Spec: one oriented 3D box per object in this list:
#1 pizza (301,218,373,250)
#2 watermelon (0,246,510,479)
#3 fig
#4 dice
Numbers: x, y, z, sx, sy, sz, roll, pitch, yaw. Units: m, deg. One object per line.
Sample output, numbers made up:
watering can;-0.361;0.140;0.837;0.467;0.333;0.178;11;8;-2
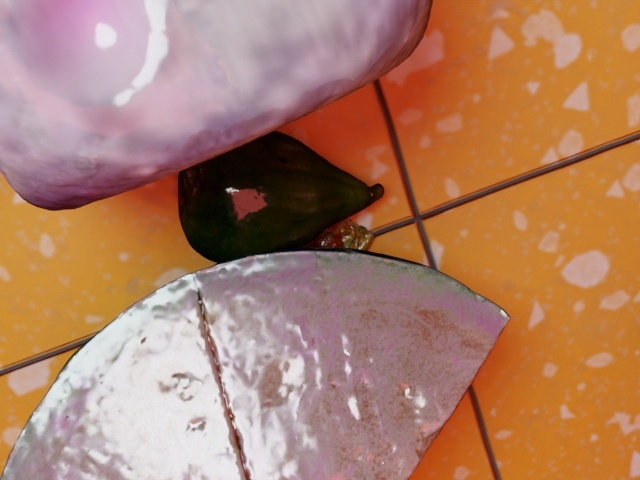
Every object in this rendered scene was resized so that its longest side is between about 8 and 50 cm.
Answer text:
pizza;0.000;0.001;0.709;0.083;0.025;0.078;-36;110;4
watermelon;-0.047;0.152;0.674;0.292;0.222;0.319;25;76;9
fig;-0.029;-0.036;0.651;0.177;0.117;0.117;1;108;-9
dice;-0.109;-0.188;0.479;0.270;0.270;0.271;-27;104;-12
